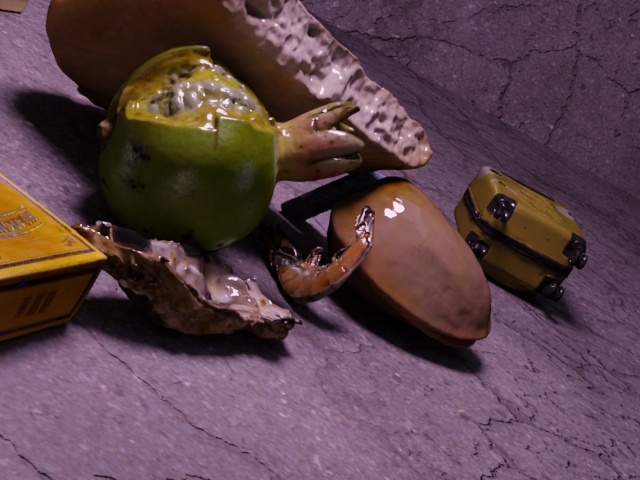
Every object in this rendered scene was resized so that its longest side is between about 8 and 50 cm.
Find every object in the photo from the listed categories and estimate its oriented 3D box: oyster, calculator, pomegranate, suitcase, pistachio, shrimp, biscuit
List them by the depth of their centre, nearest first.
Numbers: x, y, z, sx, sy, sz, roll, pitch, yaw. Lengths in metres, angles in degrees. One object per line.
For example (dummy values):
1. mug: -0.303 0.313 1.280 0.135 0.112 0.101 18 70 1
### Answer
1. oyster: -0.142 0.042 1.394 0.128 0.078 0.345 52 16 32
2. pomegranate: -0.102 -0.099 1.540 0.302 0.236 0.236 -1 26 -13
3. shrimp: -0.002 -0.002 1.673 0.035 0.148 0.195 46 3 -37
4. biscuit: -0.140 -0.204 1.708 0.446 0.104 0.429 3 -23 32
5. pistachio: 0.120 0.038 1.762 0.260 0.163 0.213 47 37 4
6. calculator: 0.017 -0.063 1.877 0.057 0.172 0.018 19 60 -41
7. suitcase: 0.324 -0.007 2.260 0.194 0.143 0.235 28 18 -11

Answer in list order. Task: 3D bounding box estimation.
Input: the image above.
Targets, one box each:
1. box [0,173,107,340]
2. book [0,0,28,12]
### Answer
1. box: -0.362 -0.031 1.198 0.301 0.084 0.193 36 17 14
2. book: -0.554 -0.394 1.991 0.161 0.026 0.231 37 17 18
